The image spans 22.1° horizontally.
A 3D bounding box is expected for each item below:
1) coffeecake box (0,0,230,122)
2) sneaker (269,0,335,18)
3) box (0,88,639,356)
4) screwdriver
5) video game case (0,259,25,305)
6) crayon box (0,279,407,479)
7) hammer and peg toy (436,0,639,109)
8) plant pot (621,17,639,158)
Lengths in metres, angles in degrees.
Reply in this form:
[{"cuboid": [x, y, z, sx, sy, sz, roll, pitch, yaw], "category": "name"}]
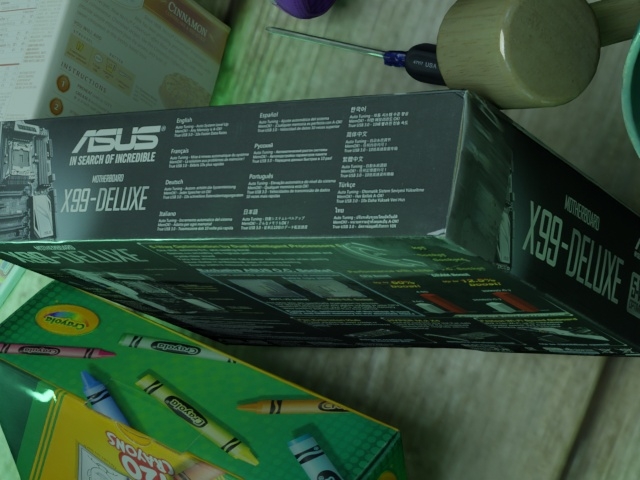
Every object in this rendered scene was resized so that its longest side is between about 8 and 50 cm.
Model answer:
[{"cuboid": [-0.143, -0.079, 1.021, 0.068, 0.142, 0.185, 2, 71, 37], "category": "coffeecake box"}, {"cuboid": [0.051, -0.218, 0.953, 0.104, 0.095, 0.236, 42, 114, 17], "category": "sneaker"}, {"cuboid": [0.000, 0.000, 0.900, 0.307, 0.242, 0.076, -1, 73, 35], "category": "box"}, {"cuboid": [0.030, -0.114, 1.016, 0.170, 0.024, 0.025, 12, 129, 40], "category": "screwdriver"}, {"cuboid": [-0.274, 0.004, 1.232, 0.122, 0.011, 0.087, 49, 117, 22], "category": "video game case"}, {"cuboid": [-0.074, 0.148, 1.017, 0.278, 0.081, 0.165, 20, 139, 32], "category": "crayon box"}, {"cuboid": [0.122, -0.245, 0.815, 0.127, 0.266, 0.361, 1, 94, 56], "category": "hammer and peg toy"}, {"cuboid": [0.293, -0.118, 0.708, 0.290, 0.290, 0.195, -2, 57, 34], "category": "plant pot"}]
